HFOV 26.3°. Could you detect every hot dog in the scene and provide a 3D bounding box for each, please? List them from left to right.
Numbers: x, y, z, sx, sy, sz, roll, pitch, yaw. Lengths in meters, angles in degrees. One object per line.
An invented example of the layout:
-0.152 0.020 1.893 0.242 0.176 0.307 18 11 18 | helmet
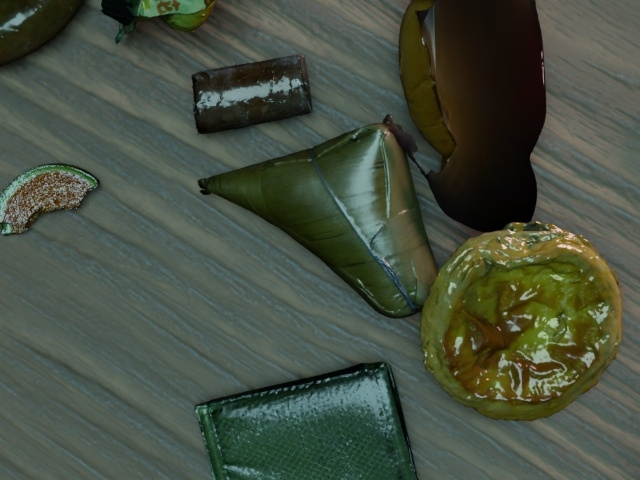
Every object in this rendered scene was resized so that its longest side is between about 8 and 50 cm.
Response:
0.156 -0.177 1.578 0.194 0.107 0.326 6 94 -15 | hot dog

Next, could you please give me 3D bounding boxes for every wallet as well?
-0.016 0.240 1.605 0.236 0.055 0.160 -14 91 8 | wallet

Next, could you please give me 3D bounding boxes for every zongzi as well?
0.000 0.000 1.589 0.256 0.115 0.228 -15 94 10 | zongzi

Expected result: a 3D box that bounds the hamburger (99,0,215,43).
-0.175 -0.317 1.567 0.125 0.214 0.235 16 113 -10 | hamburger

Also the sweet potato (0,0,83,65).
-0.346 -0.288 1.626 0.108 0.079 0.346 43 87 16 | sweet potato

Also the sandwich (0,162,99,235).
-0.331 -0.056 1.641 0.135 0.029 0.067 -22 93 1 | sandwich

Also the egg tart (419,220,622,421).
0.225 0.086 1.559 0.241 0.106 0.241 -2 107 -6 | egg tart

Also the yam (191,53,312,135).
-0.082 -0.172 1.609 0.141 0.079 0.079 -9 88 1 | yam
